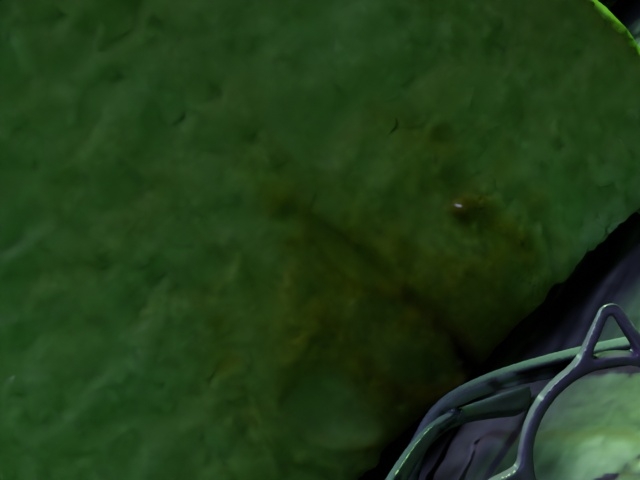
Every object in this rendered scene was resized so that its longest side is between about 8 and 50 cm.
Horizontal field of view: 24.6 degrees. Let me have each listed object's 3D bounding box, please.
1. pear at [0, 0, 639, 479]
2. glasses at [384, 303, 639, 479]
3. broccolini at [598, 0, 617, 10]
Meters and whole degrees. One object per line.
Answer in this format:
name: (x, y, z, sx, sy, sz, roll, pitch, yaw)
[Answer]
pear: (-0.047, -0.027, 0.535, 0.288, 0.239, 0.139, -43, 23, -7)
glasses: (0.042, 0.065, 0.457, 0.140, 0.062, 0.104, -41, 21, -1)
broccolini: (0.122, -0.174, 0.773, 0.071, 0.057, 0.254, 1, 35, 3)
